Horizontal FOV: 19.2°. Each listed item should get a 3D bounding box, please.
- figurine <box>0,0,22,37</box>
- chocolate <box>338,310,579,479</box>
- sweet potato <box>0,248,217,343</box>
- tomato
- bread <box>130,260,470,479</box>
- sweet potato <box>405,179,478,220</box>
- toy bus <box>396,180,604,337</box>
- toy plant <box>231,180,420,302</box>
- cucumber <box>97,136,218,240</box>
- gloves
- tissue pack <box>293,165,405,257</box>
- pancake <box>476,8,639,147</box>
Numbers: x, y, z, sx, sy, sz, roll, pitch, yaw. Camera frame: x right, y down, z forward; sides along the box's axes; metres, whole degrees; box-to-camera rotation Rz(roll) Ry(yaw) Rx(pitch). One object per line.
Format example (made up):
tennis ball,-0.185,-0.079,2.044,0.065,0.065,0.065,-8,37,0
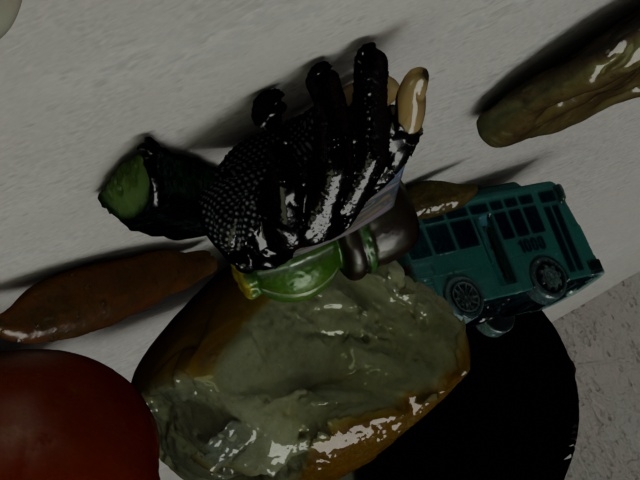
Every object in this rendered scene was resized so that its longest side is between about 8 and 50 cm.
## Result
figurine,-0.170,-0.103,0.695,0.098,0.081,0.146,-28,170,15
chocolate,0.112,0.187,2.262,0.383,0.384,0.331,-25,-176,-3
sweet potato,-0.166,0.041,1.528,0.057,0.057,0.264,-34,169,39
tomato,-0.287,0.242,1.627,0.321,0.321,0.321,-25,170,-5
bread,-0.032,0.123,1.768,0.279,0.225,0.250,-37,178,-24
sweet potato,0.079,-0.033,1.813,0.153,0.038,0.041,-14,145,-19
toy bus,0.155,0.024,1.973,0.256,0.147,0.128,-12,165,-36
toy plant,0.000,0.000,1.622,0.162,0.093,0.093,-24,170,-11
cucumber,-0.113,-0.029,1.342,0.070,0.046,0.220,-20,170,10
gloves,0.010,-0.058,1.307,0.180,0.106,0.129,-28,169,32
tissue pack,0.002,-0.043,1.484,0.115,0.065,0.155,-26,169,-8
pancake,0.275,-0.157,1.621,0.294,0.049,0.294,-26,171,-4
